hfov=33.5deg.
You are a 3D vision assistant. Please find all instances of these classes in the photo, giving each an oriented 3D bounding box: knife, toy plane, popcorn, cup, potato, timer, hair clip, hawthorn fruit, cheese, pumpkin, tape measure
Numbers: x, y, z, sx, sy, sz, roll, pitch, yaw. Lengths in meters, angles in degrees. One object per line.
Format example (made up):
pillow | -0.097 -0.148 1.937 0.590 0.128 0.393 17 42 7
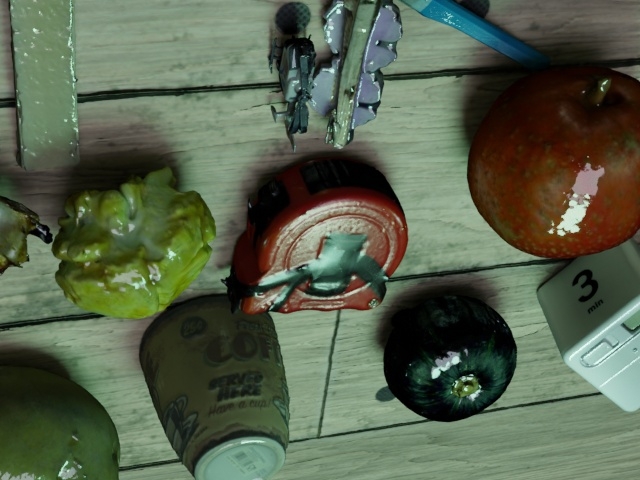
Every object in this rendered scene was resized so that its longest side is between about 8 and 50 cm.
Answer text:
knife | 0.202 -0.288 1.428 0.297 0.026 0.044 20 139 -35
toy plane | -0.035 -0.201 1.388 0.053 0.078 0.197 -9 149 -16
popcorn | -0.248 0.010 1.421 0.221 0.183 0.204 -30 174 -31
cup | -0.136 0.274 1.675 0.227 0.257 0.301 -30 137 12
potato | -0.452 0.315 1.603 0.326 0.221 0.243 26 86 -17
timer | 0.511 0.134 1.795 0.194 0.195 0.192 38 112 -23
hair clip | 0.046 -0.236 1.380 0.106 0.084 0.292 4 137 -7
hawthorn fruit | 0.348 -0.118 1.478 0.275 0.275 0.299 -8 142 -14
cheese | -0.330 -0.244 1.265 0.085 0.034 0.400 -4 132 -17
pumpkin | 0.217 0.200 1.800 0.233 0.163 0.233 -11 133 -12
tape measure | 0.001 0.000 1.563 0.253 0.114 0.260 0 132 -21

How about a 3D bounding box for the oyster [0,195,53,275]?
oyster | -0.520 -0.053 1.336 0.221 0.096 0.361 -33 135 18
